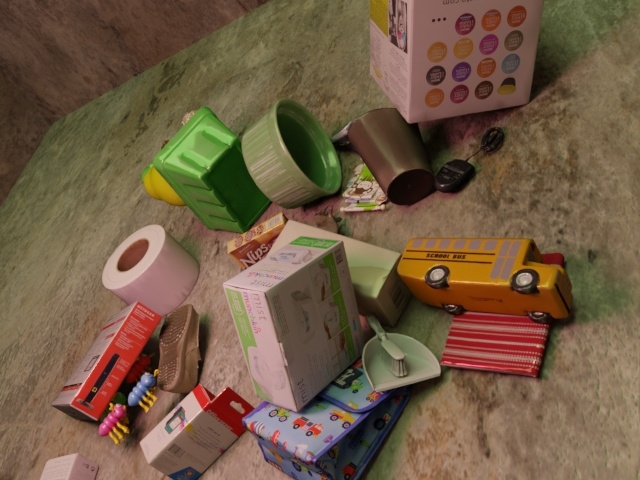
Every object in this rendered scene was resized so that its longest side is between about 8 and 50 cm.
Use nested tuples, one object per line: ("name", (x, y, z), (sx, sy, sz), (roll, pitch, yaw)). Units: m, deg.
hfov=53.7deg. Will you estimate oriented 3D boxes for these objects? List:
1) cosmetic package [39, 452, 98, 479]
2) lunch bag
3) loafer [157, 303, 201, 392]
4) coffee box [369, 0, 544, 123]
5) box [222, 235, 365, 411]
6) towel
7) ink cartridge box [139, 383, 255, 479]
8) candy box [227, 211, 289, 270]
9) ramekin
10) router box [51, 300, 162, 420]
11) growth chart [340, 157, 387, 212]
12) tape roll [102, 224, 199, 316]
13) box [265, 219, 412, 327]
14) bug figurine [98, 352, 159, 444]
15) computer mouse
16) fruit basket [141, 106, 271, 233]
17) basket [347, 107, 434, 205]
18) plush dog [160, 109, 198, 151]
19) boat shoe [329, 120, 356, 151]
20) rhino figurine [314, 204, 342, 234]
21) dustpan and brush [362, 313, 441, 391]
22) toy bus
("cosmetic package", (-0.640, 0.650, 1.533), (0.117, 0.085, 0.231), (-21, 39, 24))
("lunch bag", (0.033, 0.337, 1.265), (0.221, 0.138, 0.293), (10, 42, 47))
("loafer", (-0.365, 0.289, 1.662), (0.102, 0.092, 0.269), (-21, 43, 22))
("coffee box", (0.331, -0.542, 1.636), (0.337, 0.334, 0.338), (-11, 37, -9))
("box", (-0.040, 0.157, 1.247), (0.126, 0.262, 0.231), (7, 29, 41))
("towel", (0.360, 0.137, 1.245), (0.198, 0.031, 0.275), (-3, 50, 40))
("ink cartridge box", (-0.266, 0.418, 1.407), (0.231, 0.134, 0.078), (-44, 36, -7))
("candy box", (-0.153, 0.011, 1.754), (0.186, 0.109, 0.053), (-29, 38, 14))
("ramekin", (-0.085, -0.238, 1.808), (0.148, 0.303, 0.303), (-28, 37, 27))
("router box", (-0.586, 0.332, 1.716), (0.335, 0.082, 0.301), (-24, 33, 58))
("growth chart", (0.139, -0.162, 1.755), (0.172, 0.021, 0.237), (-6, 46, 36))
("tape roll", (-0.518, 0.095, 1.935), (0.246, 0.169, 0.246), (-23, 40, 21))
("box", (0.044, 0.070, 1.436), (0.311, 0.148, 0.121), (17, 65, 35))
("bug figurine", (-0.488, 0.393, 1.608), (0.216, 0.072, 0.279), (-55, 18, -8))
("computer mouse", (0.377, -0.198, 1.581), (0.242, 0.041, 0.071), (-41, 45, -13))
("fruit basket", (-0.371, -0.207, 1.956), (0.283, 0.392, 0.392), (-51, 38, -15))
("basket", (0.195, -0.213, 1.634), (0.204, 0.154, 0.227), (0, 47, -19))
("plush dog", (-0.425, -0.279, 2.183), (0.225, 0.262, 0.211), (-27, 38, 32))
("boat shoe", (0.081, -0.303, 1.924), (0.065, 0.083, 0.183), (-47, 10, -10))
("rhino figurine", (0.000, 0.000, 1.662), (0.106, 0.073, 0.243), (-18, 43, 36))
("dustpan and brush", (0.136, 0.216, 1.288), (0.147, 0.060, 0.211), (-11, 20, -14))
("toy bus", (0.318, 0.069, 1.236), (0.332, 0.108, 0.130), (0, 51, 41))
